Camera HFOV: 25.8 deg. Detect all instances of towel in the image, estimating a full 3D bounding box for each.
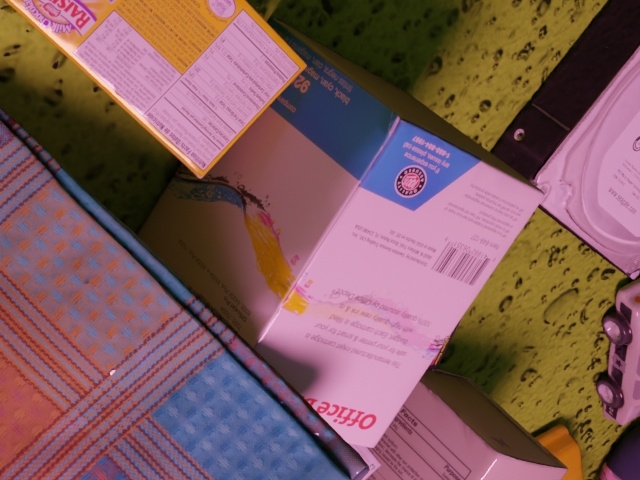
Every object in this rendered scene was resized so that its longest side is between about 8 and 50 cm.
[{"bbox_3d":[-0.187,0.112,0.859,0.271,0.040,0.370,-45,98,-4],"label":"towel"}]

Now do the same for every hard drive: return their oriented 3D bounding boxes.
[{"bbox_3d":[0.321,-0.144,1.234,0.339,0.064,0.237,-52,139,5],"label":"hard drive"}]

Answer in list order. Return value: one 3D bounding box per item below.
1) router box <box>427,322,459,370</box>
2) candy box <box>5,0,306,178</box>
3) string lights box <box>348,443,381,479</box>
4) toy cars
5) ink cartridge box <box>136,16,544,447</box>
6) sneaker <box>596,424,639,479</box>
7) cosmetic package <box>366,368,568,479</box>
[{"bbox_3d":[0.083,0.054,1.207,0.092,0.038,0.122,5,118,-41],"label":"router box"},{"bbox_3d":[-0.108,-0.139,0.872,0.105,0.027,0.206,-45,125,2],"label":"candy box"},{"bbox_3d":[-0.086,0.228,1.174,0.260,0.077,0.133,-41,138,-6],"label":"string lights box"},{"bbox_3d":[0.301,0.209,1.474,0.176,0.087,0.393,17,109,-46],"label":"toy cars"},{"bbox_3d":[0.000,0.000,0.997,0.171,0.168,0.232,22,105,-45],"label":"ink cartridge box"},{"bbox_3d":[0.450,0.336,1.599,0.319,0.112,0.131,43,104,-7],"label":"sneaker"},{"bbox_3d":[0.069,0.275,1.286,0.129,0.153,0.296,20,109,-48],"label":"cosmetic package"}]
